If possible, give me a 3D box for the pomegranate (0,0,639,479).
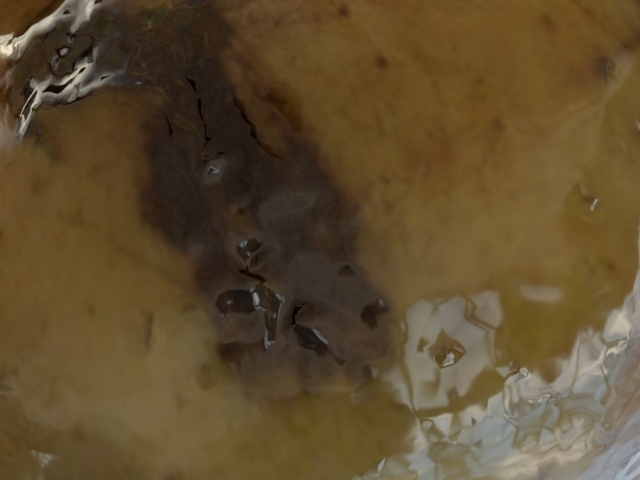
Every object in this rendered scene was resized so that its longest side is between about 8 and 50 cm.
[{"bbox_3d":[0.000,0.000,0.533,0.322,0.322,0.322,-11,-134,12],"label":"pomegranate"}]
